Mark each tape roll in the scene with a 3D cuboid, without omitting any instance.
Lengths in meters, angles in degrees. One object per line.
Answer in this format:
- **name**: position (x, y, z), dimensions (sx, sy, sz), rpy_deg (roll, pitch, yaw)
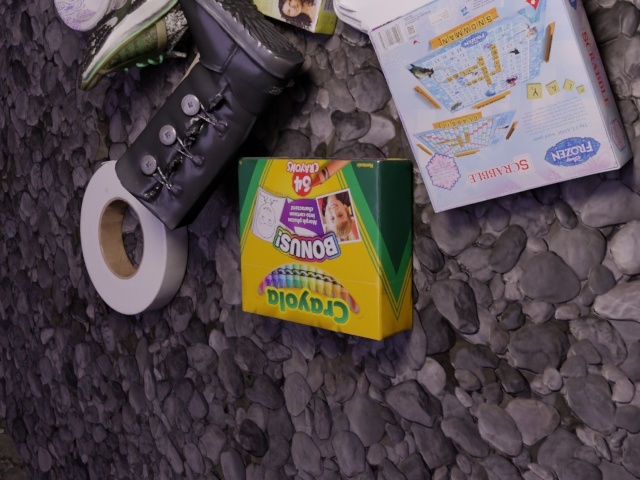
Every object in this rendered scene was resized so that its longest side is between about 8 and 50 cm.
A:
- **tape roll**: position (-0.476, -0.010, 1.928), dimensions (0.392, 0.072, 0.392), rpy_deg (7, 100, 43)

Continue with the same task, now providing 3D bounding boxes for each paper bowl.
- **paper bowl**: position (-0.507, -0.634, 1.819), dimensions (0.284, 0.148, 0.284), rpy_deg (7, 100, 43)

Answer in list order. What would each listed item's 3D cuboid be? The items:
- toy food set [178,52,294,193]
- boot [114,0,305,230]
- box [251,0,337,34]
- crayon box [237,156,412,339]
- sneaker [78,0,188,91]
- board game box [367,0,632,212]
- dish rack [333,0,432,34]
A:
- **toy food set**: position (-0.201, -0.281, 1.633), dimensions (0.306, 0.092, 0.219), rpy_deg (-52, 61, 25)
- **boot**: position (-0.277, -0.294, 1.543), dimensions (0.367, 0.146, 0.445), rpy_deg (51, 122, 21)
- **box**: position (-0.064, -0.469, 1.486), dimensions (0.232, 0.058, 0.087), rpy_deg (30, 115, 38)
- **crayon box**: position (0.000, 0.000, 1.455), dimensions (0.363, 0.106, 0.313), rpy_deg (6, 100, 43)
- **sneaker**: position (-0.389, -0.434, 1.704), dimensions (0.410, 0.182, 0.158), rpy_deg (-31, 43, 34)
- **board game box**: position (0.260, -0.226, 1.156), dimensions (0.319, 0.066, 0.318), rpy_deg (-13, 102, 44)
- **dish rack**: position (0.138, -0.481, 1.261), dimensions (0.285, 0.072, 0.332), rpy_deg (35, 126, 34)
